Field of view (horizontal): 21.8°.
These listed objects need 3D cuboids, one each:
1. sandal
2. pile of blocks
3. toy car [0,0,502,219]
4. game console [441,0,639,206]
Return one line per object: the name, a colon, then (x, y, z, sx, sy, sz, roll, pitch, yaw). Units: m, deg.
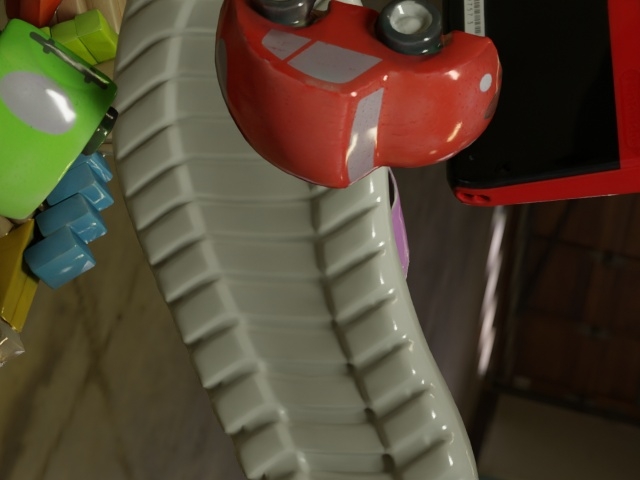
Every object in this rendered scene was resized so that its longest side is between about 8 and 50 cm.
sandal: (-0.014, 0.003, 0.967, 0.102, 0.169, 0.416, 0, 76, -69)
pile of blocks: (-0.219, -0.079, 1.282, 0.112, 0.149, 0.362, 54, 43, -64)
toy car: (-0.087, -0.058, 0.584, 0.225, 0.239, 0.053, -35, -153, 48)
game console: (0.273, -0.219, 1.433, 0.060, 0.342, 0.386, 53, 34, -60)
